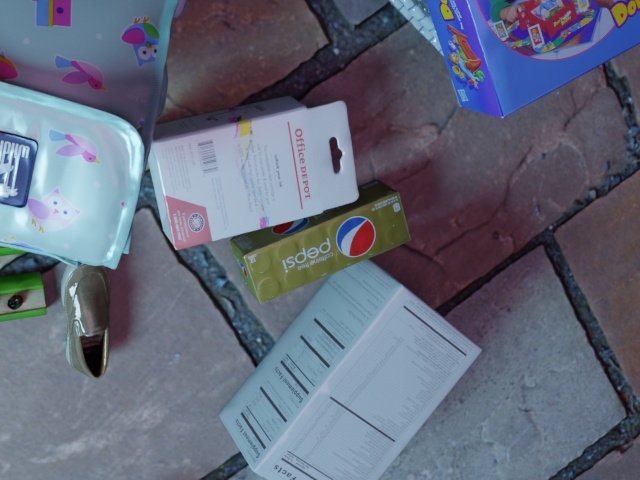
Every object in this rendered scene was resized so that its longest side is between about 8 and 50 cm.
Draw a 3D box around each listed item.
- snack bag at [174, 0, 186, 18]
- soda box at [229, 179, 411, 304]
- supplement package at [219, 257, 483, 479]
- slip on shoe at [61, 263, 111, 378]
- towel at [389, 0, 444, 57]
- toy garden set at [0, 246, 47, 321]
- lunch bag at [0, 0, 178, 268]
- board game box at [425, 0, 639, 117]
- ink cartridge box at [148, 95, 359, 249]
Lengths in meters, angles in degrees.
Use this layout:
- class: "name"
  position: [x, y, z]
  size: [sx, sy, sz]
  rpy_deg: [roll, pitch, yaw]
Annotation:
- class: "snack bag"
  position: [-0.206, -0.394, 0.893]
  size: [0.343, 0.037, 0.323]
  rpy_deg: [24, 97, -26]
- class: "soda box"
  position: [0.000, 0.000, 1.093]
  size: [0.181, 0.058, 0.061]
  rpy_deg: [-22, 114, -13]
- class: "supplement package"
  position: [0.029, 0.155, 1.113]
  size: [0.139, 0.134, 0.244]
  rpy_deg: [39, 90, -27]
- class: "slip on shoe"
  position: [-0.230, 0.078, 1.020]
  size: [0.051, 0.041, 0.135]
  rpy_deg: [-12, 127, -37]
- class: "towel"
  position: [0.167, -0.317, 1.018]
  size: [0.284, 0.121, 0.235]
  rpy_deg: [41, 89, -27]
- class: "toy garden set"
  position: [-0.280, -0.037, 0.976]
  size: [0.204, 0.049, 0.244]
  rpy_deg: [-9, 110, -18]
- class: "lunch bag"
  position: [-0.244, -0.120, 0.850]
  size: [0.224, 0.160, 0.262]
  rpy_deg: [14, 77, -14]
- class: "board game box"
  position: [0.256, -0.297, 0.954]
  size: [0.347, 0.078, 0.233]
  rpy_deg: [-28, 114, -14]
- class: "ink cartridge box"
  position: [-0.068, -0.075, 1.037]
  size: [0.198, 0.067, 0.115]
  rpy_deg: [-14, 112, -15]
